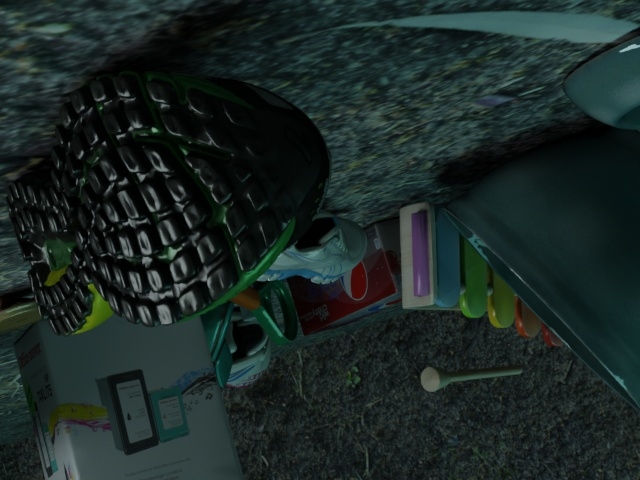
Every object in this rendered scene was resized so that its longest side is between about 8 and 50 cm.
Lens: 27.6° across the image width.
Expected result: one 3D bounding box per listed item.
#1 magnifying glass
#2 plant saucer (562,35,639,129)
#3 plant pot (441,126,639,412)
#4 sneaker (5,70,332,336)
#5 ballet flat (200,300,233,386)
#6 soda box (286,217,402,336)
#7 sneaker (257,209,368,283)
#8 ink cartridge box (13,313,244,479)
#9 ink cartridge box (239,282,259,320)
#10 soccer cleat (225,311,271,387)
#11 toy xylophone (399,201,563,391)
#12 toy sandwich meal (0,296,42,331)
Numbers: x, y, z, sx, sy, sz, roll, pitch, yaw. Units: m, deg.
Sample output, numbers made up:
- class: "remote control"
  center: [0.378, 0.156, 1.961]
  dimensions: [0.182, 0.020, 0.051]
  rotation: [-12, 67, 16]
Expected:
- class: "magnifying glass"
  center: [-0.078, 0.081, 1.701]
  dimensions: [0.026, 0.092, 0.231]
  rotation: [-16, 163, 17]
- class: "plant saucer"
  center: [0.355, -0.144, 1.040]
  dimensions: [0.318, 0.043, 0.317]
  rotation: [-13, 174, -1]
- class: "plant pot"
  center: [0.296, 0.006, 1.335]
  dimensions: [0.196, 0.293, 0.293]
  rotation: [-43, 171, 2]
- class: "sneaker"
  center: [-0.079, -0.031, 0.764]
  dimensions: [0.146, 0.134, 0.343]
  rotation: [-21, -176, -26]
- class: "ballet flat"
  center: [-0.168, 0.137, 1.817]
  dimensions: [0.087, 0.083, 0.247]
  rotation: [15, 150, 3]
- class: "soda box"
  center: [0.055, 0.047, 1.656]
  dimensions: [0.083, 0.092, 0.263]
  rotation: [-14, 172, -29]
- class: "sneaker"
  center: [0.000, 0.000, 1.305]
  dimensions: [0.083, 0.071, 0.191]
  rotation: [-29, 167, 35]
- class: "ink cartridge box"
  center: [-0.237, 0.219, 1.594]
  dimensions: [0.197, 0.270, 0.198]
  rotation: [-12, 171, -24]
- class: "ink cartridge box"
  center: [-0.088, 0.084, 1.779]
  dimensions: [0.028, 0.048, 0.083]
  rotation: [-17, 173, 9]
- class: "soccer cleat"
  center: [-0.124, 0.171, 2.077]
  dimensions: [0.143, 0.116, 0.331]
  rotation: [-19, 172, 19]
- class: "toy xylophone"
  center: [0.204, 0.053, 1.545]
  dimensions: [0.323, 0.236, 0.081]
  rotation: [-7, 180, -45]
- class: "toy sandwich meal"
  center: [-0.298, 0.066, 1.274]
  dimensions: [0.085, 0.029, 0.085]
  rotation: [-20, 169, -4]
